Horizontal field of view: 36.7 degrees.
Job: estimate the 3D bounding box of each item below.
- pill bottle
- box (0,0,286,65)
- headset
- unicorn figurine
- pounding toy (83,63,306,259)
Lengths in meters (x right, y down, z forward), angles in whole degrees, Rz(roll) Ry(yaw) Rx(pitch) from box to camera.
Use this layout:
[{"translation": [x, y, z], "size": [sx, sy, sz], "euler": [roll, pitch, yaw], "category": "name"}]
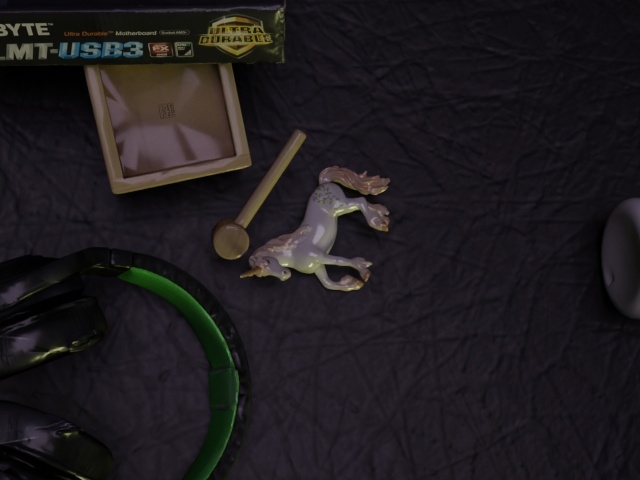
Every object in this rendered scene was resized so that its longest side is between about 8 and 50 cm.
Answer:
[{"translation": [0.390, 0.015, 0.926], "size": [0.214, 0.117, 0.117], "euler": [-1, 80, -8], "category": "pill bottle"}, {"translation": [-0.178, -0.281, 0.868], "size": [0.293, 0.073, 0.296], "euler": [-1, 55, -2], "category": "box"}, {"translation": [-0.230, 0.121, 0.764], "size": [0.394, 0.185, 0.244], "euler": [2, 77, -29], "category": "headset"}, {"translation": [0.000, 0.000, 0.916], "size": [0.111, 0.060, 0.162], "euler": [23, 62, -2], "category": "unicorn figurine"}, {"translation": [-0.109, -0.087, 0.900], "size": [0.181, 0.094, 0.206], "euler": [-13, 100, -11], "category": "pounding toy"}]
